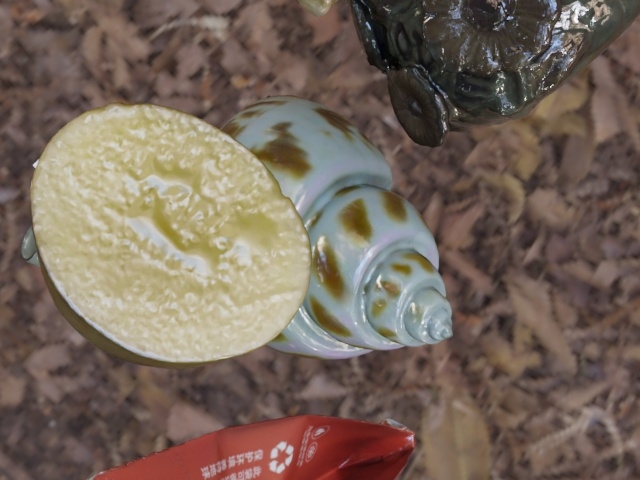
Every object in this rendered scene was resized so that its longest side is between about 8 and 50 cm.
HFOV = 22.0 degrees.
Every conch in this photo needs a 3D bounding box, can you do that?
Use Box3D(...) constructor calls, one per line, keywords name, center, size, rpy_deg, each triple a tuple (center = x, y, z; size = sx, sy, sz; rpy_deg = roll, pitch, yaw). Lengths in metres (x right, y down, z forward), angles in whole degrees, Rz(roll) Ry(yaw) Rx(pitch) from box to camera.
Box3D(name="conch", center=(-0.001, 0.000, 1.680), size=(0.368, 0.197, 0.249), rpy_deg=(19, 106, 21))

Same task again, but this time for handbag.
Box3D(name="handbag", center=(-0.065, 0.210, 1.184), size=(0.171, 0.298, 0.151), rpy_deg=(-32, 79, 45))

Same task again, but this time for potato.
Box3D(name="potato", center=(-0.125, 0.014, 1.195), size=(0.203, 0.178, 0.158), rpy_deg=(21, 158, -13))

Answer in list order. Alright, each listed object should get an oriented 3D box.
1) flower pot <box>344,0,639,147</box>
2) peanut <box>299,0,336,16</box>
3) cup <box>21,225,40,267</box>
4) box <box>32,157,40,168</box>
Box3D(name="flower pot", center=(0.153, -0.239, 1.493), size=(0.213, 0.302, 0.302), rpy_deg=(48, 130, -9))
Box3D(name="peanut", center=(0.012, -0.264, 1.289), size=(0.082, 0.082, 0.187), rpy_deg=(18, 117, 18))
Box3D(name="cup", center=(-0.290, 0.021, 1.866), size=(0.083, 0.075, 0.054), rpy_deg=(22, 121, -33))
Box3D(name="box", center=(-0.259, -0.055, 1.694), size=(0.024, 0.054, 0.083), rpy_deg=(-43, 98, -3))
